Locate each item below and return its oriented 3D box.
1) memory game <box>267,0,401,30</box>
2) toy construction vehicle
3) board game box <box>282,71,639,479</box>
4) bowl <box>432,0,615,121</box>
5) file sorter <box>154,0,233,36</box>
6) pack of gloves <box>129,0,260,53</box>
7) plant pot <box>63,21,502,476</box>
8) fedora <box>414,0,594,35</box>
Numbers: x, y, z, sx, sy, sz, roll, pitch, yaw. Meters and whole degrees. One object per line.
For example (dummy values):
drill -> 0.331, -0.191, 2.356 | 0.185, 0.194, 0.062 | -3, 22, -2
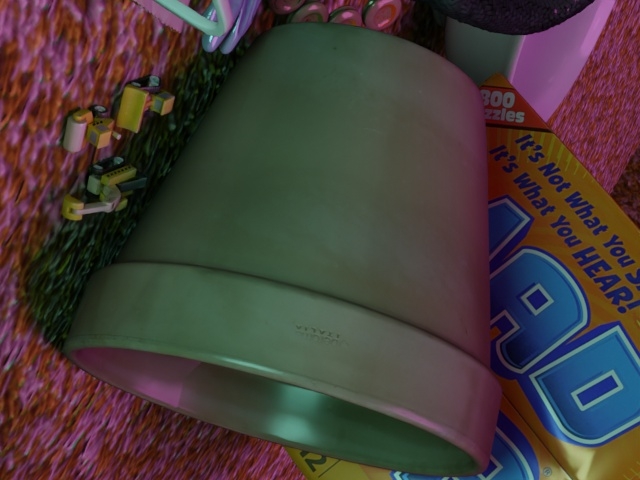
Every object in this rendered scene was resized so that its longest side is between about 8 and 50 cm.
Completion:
memory game -> 0.038, -0.229, 1.108 | 0.186, 0.012, 0.186 | -25, 145, -19
toy construction vehicle -> -0.137, -0.062, 0.961 | 0.098, 0.035, 0.086 | -30, 144, -58
board game box -> 0.160, 0.132, 1.352 | 0.356, 0.356, 0.356 | -38, 161, 1
bowl -> 0.206, -0.261, 1.438 | 0.298, 0.134, 0.298 | -51, 159, -28
file sorter -> -0.034, -0.267, 0.678 | 0.278, 0.173, 0.193 | -49, 159, -14
pack of gloves -> -0.067, -0.243, 0.910 | 0.195, 0.046, 0.232 | 21, 86, -72
plant pot -> 0.000, 0.000, 1.062 | 0.323, 0.323, 0.280 | 57, 46, -69
fedora -> 0.131, -0.238, 0.940 | 0.334, 0.152, 0.334 | -35, 161, -14
